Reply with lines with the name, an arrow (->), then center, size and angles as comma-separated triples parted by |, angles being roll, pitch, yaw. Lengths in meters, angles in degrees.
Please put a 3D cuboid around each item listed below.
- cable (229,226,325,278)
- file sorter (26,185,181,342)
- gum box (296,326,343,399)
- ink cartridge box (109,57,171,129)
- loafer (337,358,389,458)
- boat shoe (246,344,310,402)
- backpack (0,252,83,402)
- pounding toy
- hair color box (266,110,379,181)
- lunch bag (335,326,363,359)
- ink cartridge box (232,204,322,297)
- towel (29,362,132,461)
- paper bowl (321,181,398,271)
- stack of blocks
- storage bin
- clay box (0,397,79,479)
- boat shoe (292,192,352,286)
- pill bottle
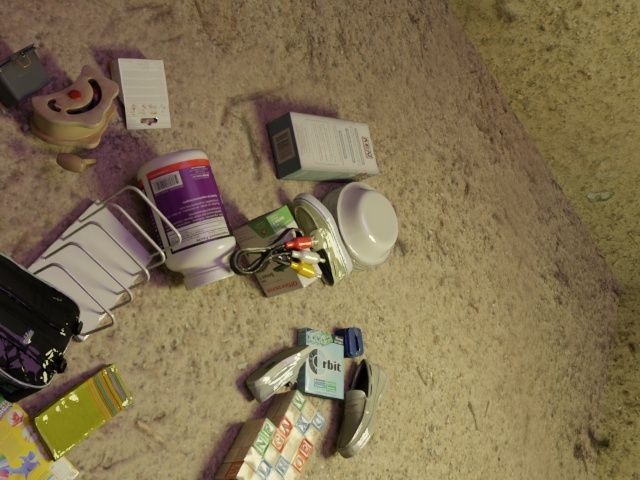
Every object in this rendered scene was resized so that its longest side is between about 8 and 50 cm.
cable -> -0.103, 0.025, 1.736 | 0.287, 0.072, 0.140 | 6, 76, -49
file sorter -> -0.468, 0.043, 1.504 | 0.193, 0.173, 0.278 | 50, 45, -20
gum box -> 0.000, 0.356, 1.986 | 0.156, 0.041, 0.185 | 21, 61, -41
ink cartridge box -> -0.464, -0.378, 1.791 | 0.145, 0.045, 0.180 | -14, 104, -50
loafer -> 0.108, 0.483, 2.009 | 0.111, 0.112, 0.319 | 47, 38, -17
boat shoe -> -0.104, 0.357, 1.854 | 0.227, 0.079, 0.081 | -30, 105, -43
backpack -> -0.608, 0.152, 1.288 | 0.253, 0.191, 0.225 | 49, 33, -33
pounding toy -> -0.575, -0.266, 1.589 | 0.154, 0.155, 0.270 | 19, 47, -9
hair color box -> 0.015, -0.289, 2.204 | 0.374, 0.113, 0.186 | -3, 77, -47
lunch bag -> 0.091, 0.311, 2.083 | 0.067, 0.065, 0.099 | 8, 68, -45
ink cartridge box -> -0.119, 0.035, 1.893 | 0.092, 0.160, 0.220 | -36, 102, -46
towel -> -0.487, 0.349, 1.434 | 0.102, 0.021, 0.237 | 61, 29, -4
paper bowl -> 0.139, -0.050, 2.220 | 0.284, 0.148, 0.285 | 20, 61, -43
stack of blocks -> -0.120, 0.525, 1.752 | 0.171, 0.087, 0.297 | 51, 44, -20
storage bin -> -0.662, -0.361, 1.521 | 0.091, 0.098, 0.135 | 61, 41, -26
clay box -> -0.583, 0.416, 1.319 | 0.222, 0.053, 0.127 | 55, 41, -14
boat shoe -> 0.000, 0.000, 2.080 | 0.302, 0.109, 0.094 | 59, 44, -16
pill bottle -> -0.320, -0.048, 1.693 | 0.181, 0.181, 0.323 | -17, 88, -49
